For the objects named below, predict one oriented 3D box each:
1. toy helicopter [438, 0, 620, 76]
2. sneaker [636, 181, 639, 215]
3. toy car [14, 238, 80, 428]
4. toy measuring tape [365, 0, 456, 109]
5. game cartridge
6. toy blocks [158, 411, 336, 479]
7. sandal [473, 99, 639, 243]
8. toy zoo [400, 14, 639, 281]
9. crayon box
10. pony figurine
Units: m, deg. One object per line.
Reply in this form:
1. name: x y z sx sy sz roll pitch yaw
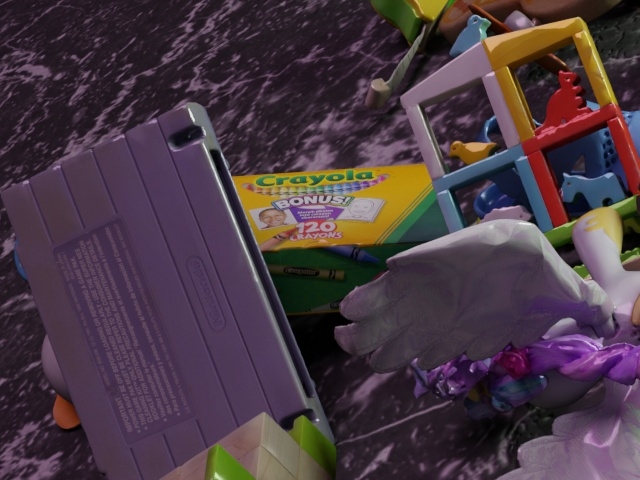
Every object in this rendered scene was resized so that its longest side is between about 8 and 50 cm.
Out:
1. toy helicopter: 0.257 -0.282 2.217 0.355 0.140 0.235 -12 40 56
2. sneaker: 0.393 -0.030 1.635 0.221 0.087 0.083 14 89 36
3. toy car: -0.222 0.112 1.998 0.210 0.219 0.238 39 115 38
4. toy measuring tape: 0.094 -0.292 2.371 0.121 0.121 0.330 -10 33 38
5. game cartridge: -0.152 0.073 1.788 0.230 0.355 0.068 -24 -8 20
6. toy blocks: -0.122 0.318 1.517 0.261 0.191 0.381 -34 24 21
7. sandal: 0.272 -0.078 1.791 0.317 0.138 0.126 -16 27 26
8. toy zoo: 0.196 -0.081 1.755 0.192 0.293 0.030 -23 -12 17
9. crayon box: 0.000 0.000 1.898 0.278 0.081 0.165 -4 29 2
10. pony figurine: 0.195 0.090 1.482 0.351 0.303 0.363 -28 10 -11
